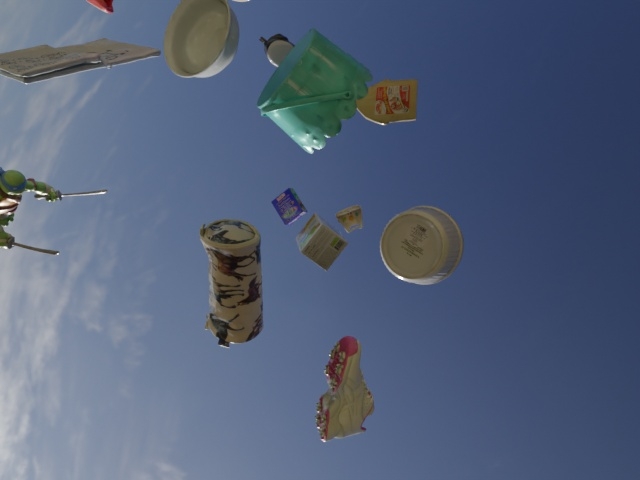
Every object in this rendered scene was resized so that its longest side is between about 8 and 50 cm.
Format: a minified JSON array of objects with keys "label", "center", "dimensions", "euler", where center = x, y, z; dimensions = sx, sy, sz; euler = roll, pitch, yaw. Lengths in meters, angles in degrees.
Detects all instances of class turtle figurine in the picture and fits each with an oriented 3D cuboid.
[{"label":"turtle figurine","center":[-0.704,-0.049,1.222],"dimensions":[0.266,0.274,0.198],"euler":[-17,-119,38]}]

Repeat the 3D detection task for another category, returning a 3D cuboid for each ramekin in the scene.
[{"label":"ramekin","center":[0.249,0.013,1.331],"dimensions":[0.207,0.109,0.207],"euler":[1,-88,30]}]

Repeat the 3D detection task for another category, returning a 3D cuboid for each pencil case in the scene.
[{"label":"pencil case","center":[-0.263,0.124,1.546],"dimensions":[0.160,0.183,0.411],"euler":[-110,-161,-52]}]

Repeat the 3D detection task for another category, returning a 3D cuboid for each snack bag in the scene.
[{"label":"snack bag","center":[-0.598,-0.444,1.252],"dimensions":[0.323,0.342,0.037],"euler":[24,-50,40]}]

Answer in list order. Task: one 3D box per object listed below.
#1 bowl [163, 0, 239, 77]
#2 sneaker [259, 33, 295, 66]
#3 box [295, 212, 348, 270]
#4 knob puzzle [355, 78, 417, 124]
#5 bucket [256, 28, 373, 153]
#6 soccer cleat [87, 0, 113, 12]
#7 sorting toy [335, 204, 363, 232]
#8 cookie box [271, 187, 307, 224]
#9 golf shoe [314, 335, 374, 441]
[{"label":"bowl","center":[-0.368,-0.662,1.724],"dimensions":[0.297,0.134,0.298],"euler":[-5,-99,32]},{"label":"sneaker","center":[-0.082,-0.614,1.755],"dimensions":[0.101,0.268,0.153],"euler":[-56,-136,21]},{"label":"box","center":[0.000,0.000,1.648],"dimensions":[0.114,0.103,0.203],"euler":[-52,-167,7]},{"label":"knob puzzle","center":[0.203,-0.426,1.626],"dimensions":[0.213,0.030,0.213],"euler":[-6,-123,10]},{"label":"bucket","center":[-0.022,-0.382,1.335],"dimensions":[0.281,0.183,0.281],"euler":[-45,-157,26]},{"label":"soccer cleat","center":[-0.340,-0.573,0.977],"dimensions":[0.318,0.108,0.116],"euler":[-43,-90,7]},{"label":"sorting toy","center":[0.099,-0.066,1.658],"dimensions":[0.083,0.075,0.045],"euler":[-20,-167,8]},{"label":"cookie box","center":[-0.115,-0.125,1.929],"dimensions":[0.091,0.040,0.107],"euler":[-36,-104,18]},{"label":"golf shoe","center":[0.076,0.373,1.321],"dimensions":[0.115,0.140,0.307],"euler":[-111,-151,-61]}]
